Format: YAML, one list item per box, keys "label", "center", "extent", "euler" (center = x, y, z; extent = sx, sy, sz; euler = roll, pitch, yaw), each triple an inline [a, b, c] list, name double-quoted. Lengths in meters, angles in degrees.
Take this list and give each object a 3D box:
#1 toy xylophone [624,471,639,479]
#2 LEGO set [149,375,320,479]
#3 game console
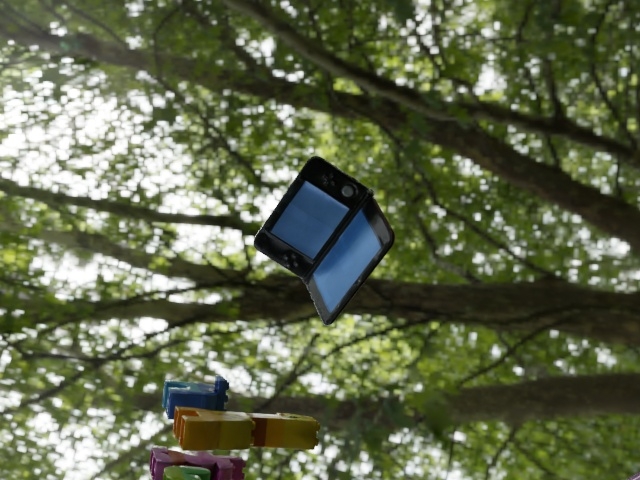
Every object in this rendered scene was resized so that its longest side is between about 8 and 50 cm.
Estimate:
- label: "toy xylophone"
  center: [0.235, 0.345, 0.754]
  extent: [0.236, 0.081, 0.322]
  euler: [-21, -88, -43]
- label: "LEGO set"
  center: [-0.055, 0.144, 0.679]
  extent: [0.093, 0.227, 0.086]
  euler: [6, -89, -14]
- label: "game console"
  center: [0.000, 0.000, 1.145]
  extent: [0.144, 0.124, 0.085]
  euler: [-54, 8, 25]
